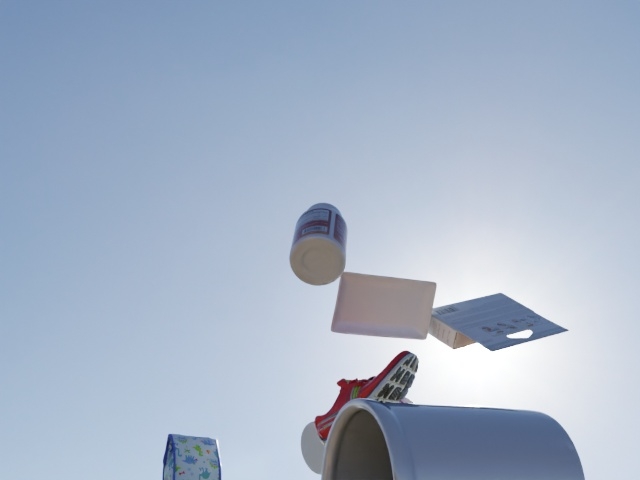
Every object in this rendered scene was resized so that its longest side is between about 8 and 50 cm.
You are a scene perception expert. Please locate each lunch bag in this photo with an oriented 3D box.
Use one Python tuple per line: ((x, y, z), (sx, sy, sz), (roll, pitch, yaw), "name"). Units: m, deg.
((-0.315, 0.550, 2.124), (0.128, 0.151, 0.096), (14, -38, -26), "lunch bag")

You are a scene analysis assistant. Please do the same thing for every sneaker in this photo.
((0.091, 0.327, 1.874), (0.279, 0.118, 0.107), (-45, -37, 2), "sneaker")

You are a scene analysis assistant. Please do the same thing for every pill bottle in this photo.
((0.103, 0.481, 2.127), (0.301, 0.169, 0.169), (-1, -24, -42), "pill bottle")
((0.000, 0.000, 1.900), (0.121, 0.216, 0.121), (2, -65, 3), "pill bottle")

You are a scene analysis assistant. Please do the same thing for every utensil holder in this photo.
((0.235, 0.458, 1.592), (0.385, 0.328, 0.328), (5, -32, -22), "utensil holder")

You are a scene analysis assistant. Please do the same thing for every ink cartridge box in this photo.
((0.425, 0.217, 2.128), (0.275, 0.239, 0.060), (-9, -64, -34), "ink cartridge box")

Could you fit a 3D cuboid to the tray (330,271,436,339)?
((0.147, 0.154, 2.051), (0.270, 0.145, 0.030), (8, 6, -28), "tray")
